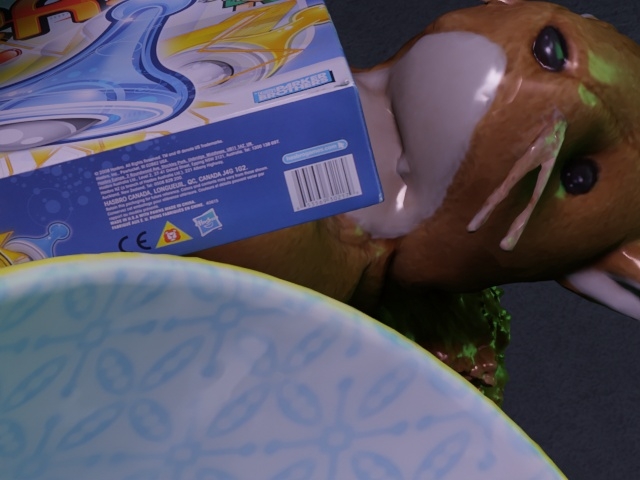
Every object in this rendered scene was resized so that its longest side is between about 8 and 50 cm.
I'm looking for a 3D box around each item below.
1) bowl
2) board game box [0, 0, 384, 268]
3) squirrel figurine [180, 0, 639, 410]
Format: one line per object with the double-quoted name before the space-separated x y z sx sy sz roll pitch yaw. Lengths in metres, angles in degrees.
"bowl" -0.048 0.164 0.408 0.156 0.289 0.289 -38 -122 42
"board game box" -0.093 -0.028 0.472 0.136 0.201 0.035 -106 -178 -62
"squirrel figurine" 0.000 0.000 0.948 0.397 0.370 0.281 76 -1 -59
